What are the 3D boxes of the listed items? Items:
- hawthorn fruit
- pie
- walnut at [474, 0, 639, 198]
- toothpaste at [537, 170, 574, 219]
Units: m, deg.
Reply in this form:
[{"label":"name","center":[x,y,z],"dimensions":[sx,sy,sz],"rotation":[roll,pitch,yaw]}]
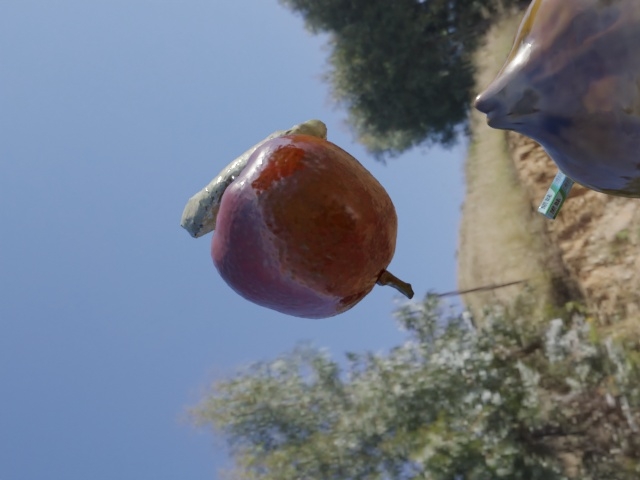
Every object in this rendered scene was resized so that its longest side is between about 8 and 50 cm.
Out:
[{"label":"hawthorn fruit","center":[0.000,0.000,0.927],"dimensions":[0.225,0.197,0.196],"rotation":[30,-152,8]},{"label":"pie","center":[-0.076,-0.080,1.085],"dimensions":[0.218,0.185,0.052],"rotation":[-35,-89,-23]},{"label":"walnut","center":[0.257,-0.121,0.562],"dimensions":[0.209,0.336,0.209],"rotation":[167,90,-82]},{"label":"toothpaste","center":[0.308,-0.068,1.134],"dimensions":[0.020,0.017,0.083],"rotation":[28,-90,-35]}]
